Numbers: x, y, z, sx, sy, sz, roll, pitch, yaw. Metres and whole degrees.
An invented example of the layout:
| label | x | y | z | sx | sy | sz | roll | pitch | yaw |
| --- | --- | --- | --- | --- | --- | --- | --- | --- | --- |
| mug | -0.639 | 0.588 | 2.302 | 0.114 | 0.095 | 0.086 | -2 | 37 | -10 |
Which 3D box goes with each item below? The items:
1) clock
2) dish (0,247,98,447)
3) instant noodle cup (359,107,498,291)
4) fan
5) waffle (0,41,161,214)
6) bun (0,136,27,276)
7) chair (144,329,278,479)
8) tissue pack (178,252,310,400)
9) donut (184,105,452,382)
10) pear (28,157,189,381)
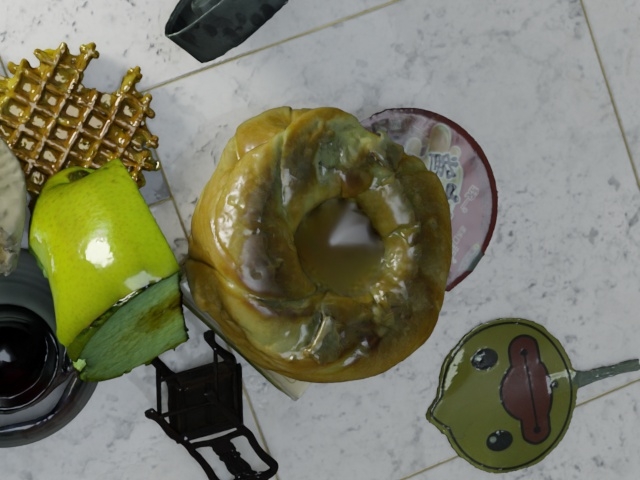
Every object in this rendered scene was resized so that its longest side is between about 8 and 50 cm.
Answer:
| label | x | y | z | sx | sy | sz | roll | pitch | yaw |
| --- | --- | --- | --- | --- | --- | --- | --- | --- | --- |
| clock | -0.073 | -0.351 | 1.814 | 0.061 | 0.312 | 0.312 | 43 | 86 | -19 |
| dish | -0.414 | 0.150 | 1.876 | 0.273 | 0.134 | 0.273 | -2 | 97 | -12 |
| instant noodle cup | 0.104 | -0.048 | 1.991 | 0.274 | 0.091 | 0.274 | -1 | 95 | -12 |
| fan | 0.313 | 0.216 | 2.104 | 0.335 | 0.011 | 0.229 | -13 | 98 | -11 |
| waffle | -0.331 | -0.145 | 1.907 | 0.229 | 0.051 | 0.231 | -15 | 99 | -11 |
| bun | -0.520 | -0.045 | 1.795 | 0.282 | 0.205 | 0.281 | 16 | 59 | -28 |
| chair | -0.145 | 0.237 | 1.961 | 0.106 | 0.113 | 0.229 | -16 | 141 | 15 |
| tissue pack | -0.076 | 0.078 | 1.945 | 0.234 | 0.125 | 0.159 | 43 | 82 | -14 |
| donut | 0.000 | 0.000 | 1.823 | 0.360 | 0.170 | 0.360 | 3 | 84 | -27 |
| pear | -0.281 | 0.023 | 1.801 | 0.159 | 0.292 | 0.292 | -21 | 100 | -11 |
